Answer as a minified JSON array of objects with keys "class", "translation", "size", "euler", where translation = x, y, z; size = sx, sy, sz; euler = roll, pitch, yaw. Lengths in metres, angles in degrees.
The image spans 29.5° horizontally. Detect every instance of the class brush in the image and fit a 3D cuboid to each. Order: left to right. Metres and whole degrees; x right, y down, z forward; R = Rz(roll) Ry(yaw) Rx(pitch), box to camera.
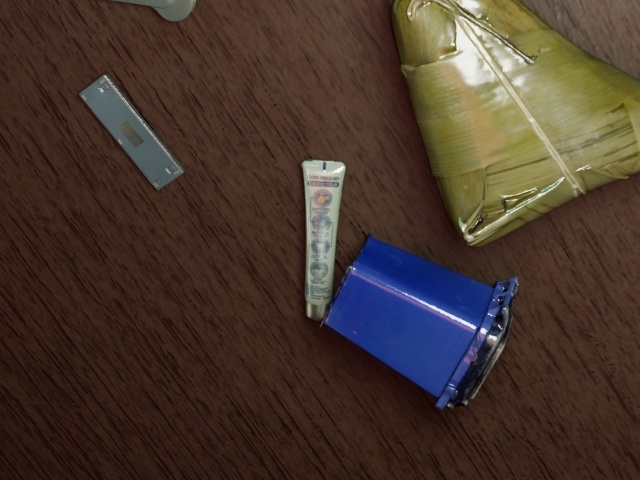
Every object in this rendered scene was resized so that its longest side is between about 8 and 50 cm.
[{"class":"brush","translation":[-0.292,-0.338,1.622],"size":[0.266,0.027,0.062],"euler":[10,117,12]}]

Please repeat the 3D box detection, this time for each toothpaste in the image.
[{"class":"toothpaste","translation":[0.000,0.000,1.711],"size":[0.062,0.039,0.239],"euler":[4,115,5]}]

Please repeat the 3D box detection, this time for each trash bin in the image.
[{"class":"trash bin","translation":[0.139,0.098,1.667],"size":[0.234,0.162,0.184],"euler":[28,118,5]}]

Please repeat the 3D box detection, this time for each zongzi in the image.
[{"class":"zongzi","translation":[0.268,-0.248,1.475],"size":[0.418,0.181,0.447],"euler":[-19,107,4]}]

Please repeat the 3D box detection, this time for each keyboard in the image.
[{"class":"keyboard","translation":[-0.265,-0.152,1.708],"size":[0.055,0.014,0.176],"euler":[-32,105,25]}]
